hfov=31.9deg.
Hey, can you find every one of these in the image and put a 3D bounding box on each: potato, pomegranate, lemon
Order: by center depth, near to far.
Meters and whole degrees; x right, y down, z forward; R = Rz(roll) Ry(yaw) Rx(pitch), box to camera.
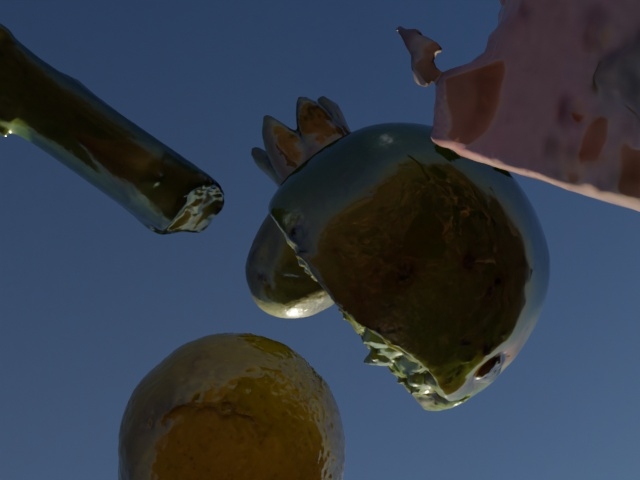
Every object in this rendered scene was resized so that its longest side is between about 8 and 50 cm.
[{"bbox_3d":[0.084,-0.019,1.091,0.216,0.358,0.310,-35,-28,5],"label":"pomegranate"},{"bbox_3d":[-0.104,0.241,1.311,0.293,0.293,0.293,-6,-77,-27],"label":"lemon"},{"bbox_3d":[0.000,0.001,1.519,0.228,0.148,0.197,-34,-19,-53],"label":"potato"}]

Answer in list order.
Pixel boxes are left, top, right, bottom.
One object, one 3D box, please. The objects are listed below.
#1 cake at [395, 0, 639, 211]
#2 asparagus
[{"bbox_3d":[0.264,-0.134,0.457,0.293,0.314,0.307,7,-77,-43],"label":"cake"},{"bbox_3d":[-0.230,-0.110,1.001,0.343,0.085,0.082,37,-56,-17],"label":"asparagus"}]
